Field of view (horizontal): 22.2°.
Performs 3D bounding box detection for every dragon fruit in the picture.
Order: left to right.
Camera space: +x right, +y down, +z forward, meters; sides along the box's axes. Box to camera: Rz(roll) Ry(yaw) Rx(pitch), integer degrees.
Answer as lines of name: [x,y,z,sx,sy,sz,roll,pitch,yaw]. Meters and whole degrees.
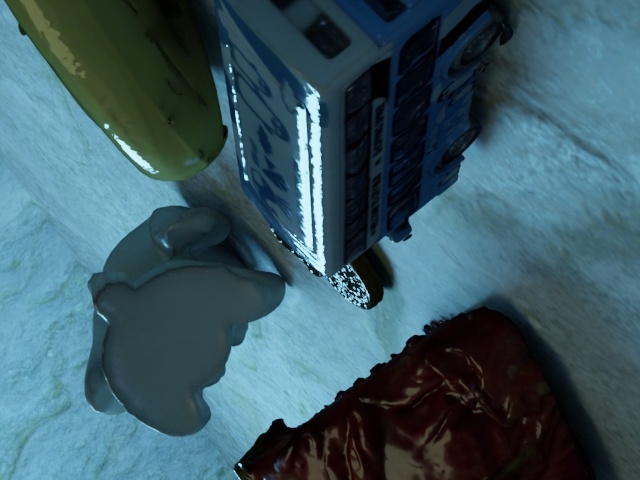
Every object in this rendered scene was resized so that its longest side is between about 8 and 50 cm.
dragon fruit: [0.085,0.141,1.325,0.330,0.302,0.240,105,158,-56]

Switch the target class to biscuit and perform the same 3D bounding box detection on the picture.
biscuit: [0.000,0.000,1.476,0.175,0.026,0.124,33,158,52]

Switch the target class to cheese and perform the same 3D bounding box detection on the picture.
cheese: [-0.200,-0.201,1.358,0.259,0.128,0.315,40,163,44]

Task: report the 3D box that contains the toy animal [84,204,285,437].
toy animal: [-0.173,0.062,1.878,0.206,0.271,0.265,25,-162,-15]

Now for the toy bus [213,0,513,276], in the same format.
toy bus: [0.021,-0.088,0.916,0.106,0.131,0.297,47,166,16]
